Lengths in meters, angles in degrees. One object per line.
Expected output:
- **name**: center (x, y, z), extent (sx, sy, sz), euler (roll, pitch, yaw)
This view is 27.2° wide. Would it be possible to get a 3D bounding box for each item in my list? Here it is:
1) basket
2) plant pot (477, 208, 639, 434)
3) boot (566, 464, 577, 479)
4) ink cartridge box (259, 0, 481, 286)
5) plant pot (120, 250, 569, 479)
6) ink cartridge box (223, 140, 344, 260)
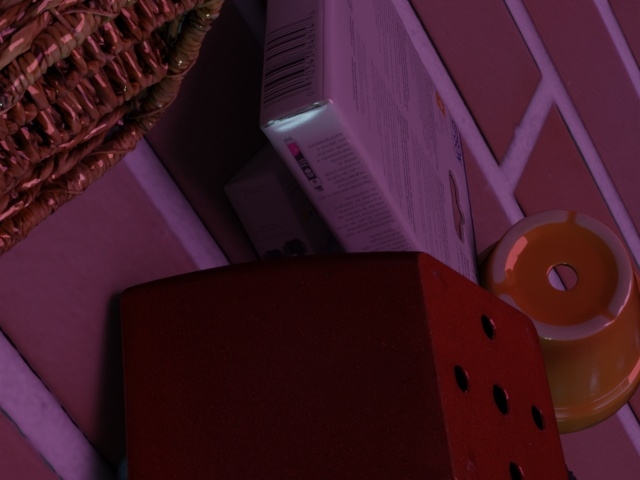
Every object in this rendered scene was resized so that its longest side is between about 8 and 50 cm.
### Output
- **basket**: center (-0.173, -0.115, 0.838), extent (0.299, 0.213, 0.223), euler (-46, 116, -48)
- **plant pot**: center (0.224, 0.065, 1.269), extent (0.188, 0.205, 0.205), euler (75, 18, -68)
- **boot**: center (0.209, 0.343, 1.318), extent (0.246, 0.094, 0.207), euler (58, 36, -34)
- **ink cartridge box**: center (0.048, -0.100, 1.163), extent (0.324, 0.071, 0.330), euler (-90, 156, -46)
- **plant pot**: center (0.034, 0.152, 0.969), extent (0.267, 0.235, 0.267), euler (30, 45, -48)
- **ink cartridge box**: center (0.000, 0.000, 1.163), extent (0.181, 0.061, 0.104), euler (63, 38, -20)
